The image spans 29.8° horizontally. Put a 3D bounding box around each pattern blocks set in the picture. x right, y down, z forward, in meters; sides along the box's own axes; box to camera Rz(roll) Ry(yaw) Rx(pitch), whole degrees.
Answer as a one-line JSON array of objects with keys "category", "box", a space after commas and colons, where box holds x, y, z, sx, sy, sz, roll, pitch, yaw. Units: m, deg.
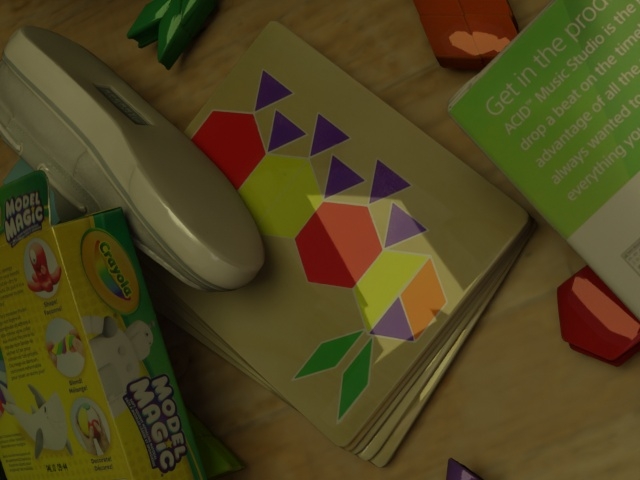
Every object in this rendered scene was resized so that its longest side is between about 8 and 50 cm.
[{"category": "pattern blocks set", "box": [0.000, 0.000, 0.566, 0.285, 0.026, 0.325, -44, 66, 7]}]

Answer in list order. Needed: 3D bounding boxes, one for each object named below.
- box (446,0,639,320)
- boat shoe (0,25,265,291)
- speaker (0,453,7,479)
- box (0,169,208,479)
[{"category": "box", "box": [0.232, -0.013, 0.412, 0.232, 0.058, 0.322, -45, 76, 20]}, {"category": "boat shoe", "box": [-0.100, -0.029, 0.567, 0.184, 0.066, 0.063, 42, 111, 21]}, {"category": "speaker", "box": [-0.205, 0.153, 0.561, 0.131, 0.131, 0.297, -19, 72, 17]}, {"category": "box", "box": [-0.113, 0.061, 0.541, 0.105, 0.043, 0.179, -15, 94, 44]}]
